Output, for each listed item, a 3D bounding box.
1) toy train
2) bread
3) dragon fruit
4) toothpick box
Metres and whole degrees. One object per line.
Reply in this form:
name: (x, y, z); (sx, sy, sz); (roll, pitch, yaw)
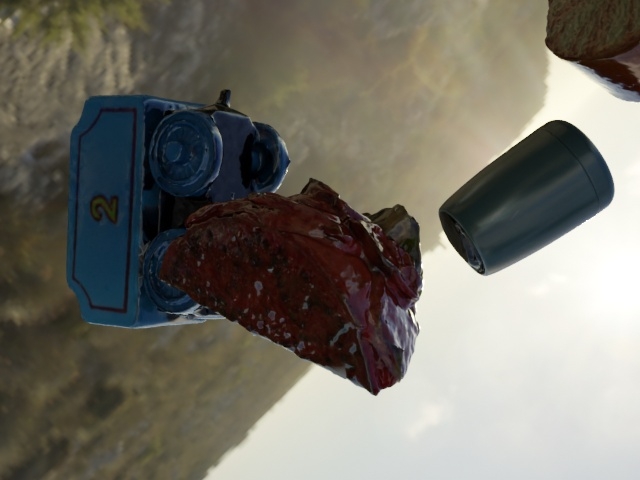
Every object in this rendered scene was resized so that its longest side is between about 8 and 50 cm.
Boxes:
toy train: (-0.188, -0.043, 1.487); (0.265, 0.300, 0.188); (3, -179, 34)
bread: (0.368, -0.302, 1.261); (0.295, 0.114, 0.328); (-38, -148, 41)
dragon fruit: (0.000, 0.000, 1.234); (0.205, 0.317, 0.152); (-30, 132, -43)
toothpick box: (0.229, -0.045, 1.345); (0.184, 0.120, 0.120); (-33, 174, -8)
